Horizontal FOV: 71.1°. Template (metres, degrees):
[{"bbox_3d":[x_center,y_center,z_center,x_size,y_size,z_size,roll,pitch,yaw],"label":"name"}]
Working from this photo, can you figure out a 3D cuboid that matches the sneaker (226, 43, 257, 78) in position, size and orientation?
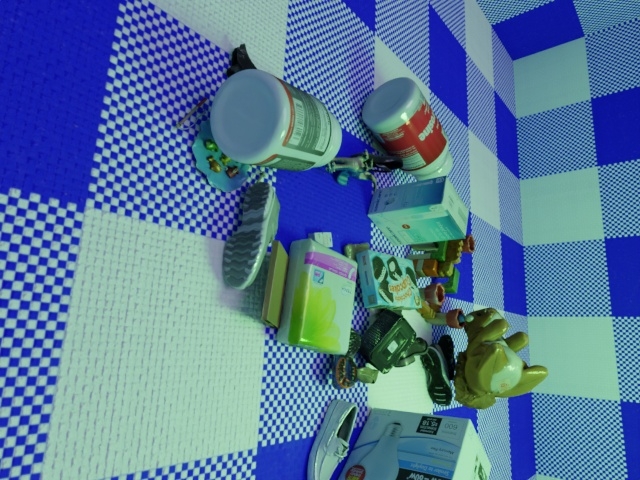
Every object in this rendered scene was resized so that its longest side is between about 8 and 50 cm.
[{"bbox_3d":[-0.190,-0.430,1.204,0.170,0.051,0.089,55,50,-26],"label":"sneaker"}]

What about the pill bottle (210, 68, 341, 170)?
[{"bbox_3d":[-0.092,-0.286,1.147,0.363,0.210,0.210,-8,90,-65],"label":"pill bottle"}]

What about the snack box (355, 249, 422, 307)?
[{"bbox_3d":[0.247,0.147,1.582,0.321,0.060,0.187,13,63,-51],"label":"snack box"}]

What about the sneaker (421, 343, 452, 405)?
[{"bbox_3d":[0.497,0.558,1.860,0.108,0.100,0.272,-23,102,-56],"label":"sneaker"}]

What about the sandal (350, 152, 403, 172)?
[{"bbox_3d":[0.205,-0.276,1.645,0.254,0.097,0.055,-2,85,-41],"label":"sandal"}]

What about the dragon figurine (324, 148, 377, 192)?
[{"bbox_3d":[0.102,-0.236,1.507,0.289,0.143,0.085,29,58,-67],"label":"dragon figurine"}]

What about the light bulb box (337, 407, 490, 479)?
[{"bbox_3d":[0.271,0.732,1.338,0.361,0.357,0.225,-49,119,-45],"label":"light bulb box"}]

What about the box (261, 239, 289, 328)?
[{"bbox_3d":[-0.115,0.118,1.162,0.164,0.021,0.201,74,22,-70],"label":"box"}]

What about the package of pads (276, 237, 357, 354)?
[{"bbox_3d":[-0.001,0.170,1.300,0.229,0.101,0.297,27,64,-45],"label":"package of pads"}]

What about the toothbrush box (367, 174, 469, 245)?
[{"bbox_3d":[0.356,-0.099,1.635,0.216,0.295,0.126,45,53,-39],"label":"toothbrush box"}]

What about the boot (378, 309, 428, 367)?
[{"bbox_3d":[0.312,0.330,1.679,0.263,0.091,0.229,-12,85,-59],"label":"boot"}]

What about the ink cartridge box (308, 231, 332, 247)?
[{"bbox_3d":[0.000,0.000,1.386,0.083,0.028,0.048,-3,87,-51],"label":"ink cartridge box"}]

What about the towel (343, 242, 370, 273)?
[{"bbox_3d":[0.129,0.064,1.539,0.148,0.027,0.110,-3,88,-53],"label":"towel"}]

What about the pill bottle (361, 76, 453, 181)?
[{"bbox_3d":[0.354,-0.406,1.738,0.407,0.229,0.229,41,54,-40],"label":"pill bottle"}]

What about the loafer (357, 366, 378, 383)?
[{"bbox_3d":[0.148,0.445,1.475,0.148,0.056,0.050,25,59,-47],"label":"loafer"}]

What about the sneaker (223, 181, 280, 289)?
[{"bbox_3d":[-0.153,-0.003,1.138,0.115,0.105,0.281,45,56,-54],"label":"sneaker"}]

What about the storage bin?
[{"bbox_3d":[0.221,0.337,1.502,0.180,0.084,0.122,-47,122,-14],"label":"storage bin"}]

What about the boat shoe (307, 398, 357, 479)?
[{"bbox_3d":[0.039,0.586,1.292,0.095,0.084,0.258,46,51,-37],"label":"boat shoe"}]

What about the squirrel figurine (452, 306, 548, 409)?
[{"bbox_3d":[0.658,0.472,1.847,0.280,0.397,0.370,20,27,-15],"label":"squirrel figurine"}]

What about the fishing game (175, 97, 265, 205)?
[{"bbox_3d":[-0.238,-0.216,1.119,0.264,0.041,0.189,56,43,-29],"label":"fishing game"}]

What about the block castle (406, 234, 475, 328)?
[{"bbox_3d":[0.529,0.111,1.881,0.303,0.212,0.453,44,52,-37],"label":"block castle"}]

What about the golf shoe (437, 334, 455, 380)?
[{"bbox_3d":[0.554,0.512,1.969,0.094,0.077,0.198,17,74,-64],"label":"golf shoe"}]

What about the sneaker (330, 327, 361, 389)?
[{"bbox_3d":[0.066,0.357,1.379,0.083,0.087,0.221,28,43,-13],"label":"sneaker"}]
